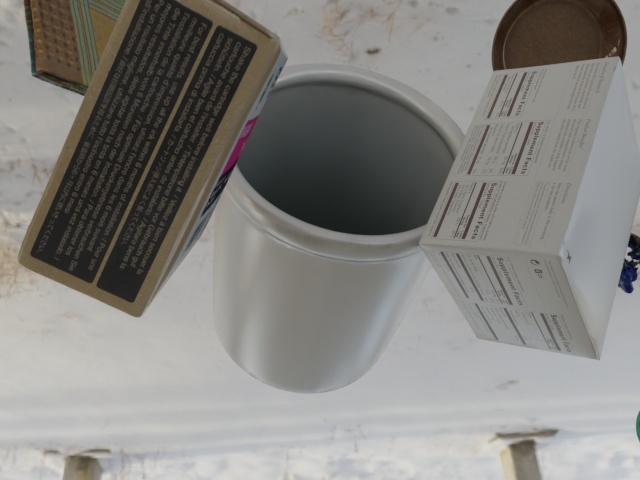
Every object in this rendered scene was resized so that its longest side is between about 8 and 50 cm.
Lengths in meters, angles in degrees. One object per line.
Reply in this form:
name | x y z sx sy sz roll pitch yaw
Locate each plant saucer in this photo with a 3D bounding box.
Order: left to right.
plant saucer | 0.353 -0.285 0.892 0.199 0.036 0.198 0 107 1

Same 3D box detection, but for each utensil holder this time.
utensil holder | 0.000 0.000 0.863 0.328 0.327 0.385 3 140 -12

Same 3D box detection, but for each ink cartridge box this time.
ink cartridge box | -0.104 -0.078 0.444 0.088 0.234 0.193 28 103 -8

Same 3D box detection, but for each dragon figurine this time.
dragon figurine | 0.407 -0.061 0.902 0.085 0.289 0.144 -27 -177 -6

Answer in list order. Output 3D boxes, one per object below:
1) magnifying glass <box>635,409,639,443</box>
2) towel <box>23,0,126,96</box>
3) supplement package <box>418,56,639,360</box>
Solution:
magnifying glass | 0.390 0.235 0.571 0.092 0.231 0.026 -30 118 13
towel | -0.295 -0.315 0.919 0.040 0.271 0.370 -17 168 25
supplement package | 0.254 -0.036 0.674 0.145 0.261 0.204 5 147 40
